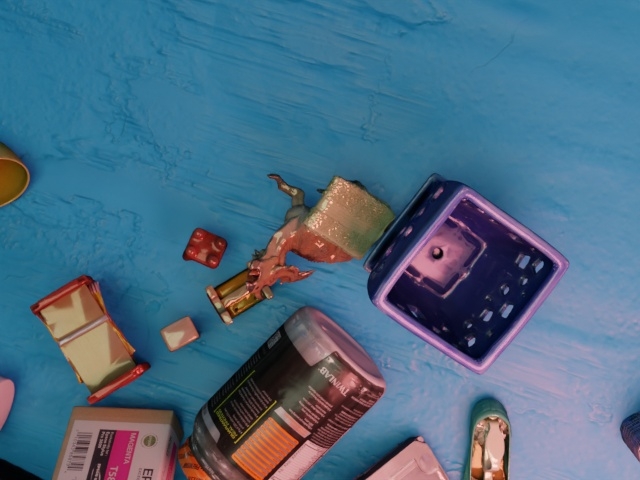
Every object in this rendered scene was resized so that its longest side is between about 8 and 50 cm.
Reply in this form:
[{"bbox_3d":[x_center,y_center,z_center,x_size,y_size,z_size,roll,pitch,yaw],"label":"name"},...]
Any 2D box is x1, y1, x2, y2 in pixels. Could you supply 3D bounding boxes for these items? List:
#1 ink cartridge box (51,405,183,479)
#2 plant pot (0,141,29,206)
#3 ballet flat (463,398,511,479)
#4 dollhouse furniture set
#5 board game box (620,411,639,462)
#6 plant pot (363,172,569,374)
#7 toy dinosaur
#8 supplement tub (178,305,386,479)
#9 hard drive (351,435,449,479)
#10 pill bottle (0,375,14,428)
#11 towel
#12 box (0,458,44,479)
[{"bbox_3d":[-0.358,0.410,1.611,0.193,0.088,0.234,0,50,7],"label":"ink cartridge box"},{"bbox_3d":[-0.605,-0.134,1.673,0.134,0.134,0.095,-35,60,7],"label":"plant pot"},{"bbox_3d":[0.288,0.399,1.597,0.083,0.087,0.247,0,93,6],"label":"ballet flat"},{"bbox_3d":[-0.294,0.112,1.647,0.374,0.152,0.201,-31,88,-10],"label":"dollhouse furniture set"},{"bbox_3d":[0.596,0.298,1.502,0.194,0.194,0.060,-17,90,7],"label":"board game box"},{"bbox_3d":[0.216,0.038,1.509,0.236,0.212,0.236,35,97,-17],"label":"plant pot"},{"bbox_3d":[0.000,0.000,1.595,0.296,0.127,0.200,2,106,-24],"label":"toy dinosaur"},{"bbox_3d":[-0.070,0.293,1.576,0.207,0.207,0.338,45,96,3],"label":"supplement tub"},{"bbox_3d":[0.167,0.535,1.564,0.237,0.064,0.339,-29,87,-32],"label":"hard drive"},{"bbox_3d":[-0.714,0.265,1.675,0.283,0.160,0.160,20,94,5],"label":"pill bottle"},{"bbox_3d":[0.049,-0.036,1.516,0.148,0.027,0.110,31,96,-37],"label":"towel"},{"bbox_3d":[-0.644,0.616,1.614,0.212,0.293,0.395,26,95,6],"label":"box"}]
